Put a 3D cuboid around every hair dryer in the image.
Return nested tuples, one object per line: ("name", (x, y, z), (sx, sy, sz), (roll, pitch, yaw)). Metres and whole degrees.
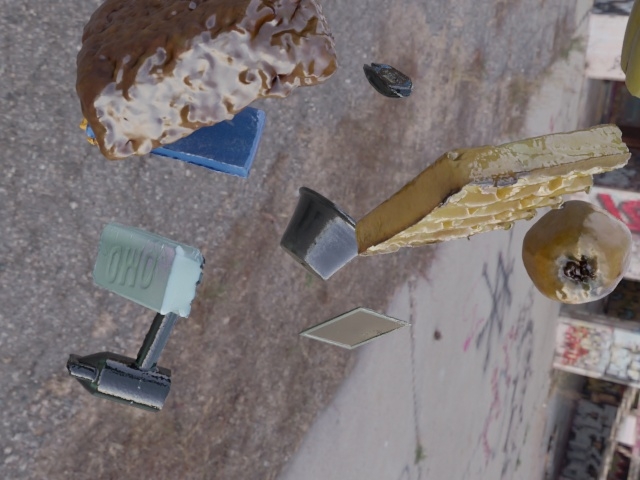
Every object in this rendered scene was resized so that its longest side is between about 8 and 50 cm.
("hair dryer", (-0.454, 0.250, 1.725), (0.302, 0.244, 0.116), (-64, -156, 8))

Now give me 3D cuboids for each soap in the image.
("soap", (-0.379, 0.057, 1.550), (0.094, 0.262, 0.150), (22, 86, -54))

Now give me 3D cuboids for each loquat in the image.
("loquat", (0.461, 0.025, 1.294), (0.187, 0.176, 0.234), (-58, -175, 20))

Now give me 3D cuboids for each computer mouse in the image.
("computer mouse", (0.150, -0.356, 1.611), (0.079, 0.135, 0.047), (-26, 150, -40))

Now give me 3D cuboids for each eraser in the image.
("eraser", (-0.268, -0.220, 1.348), (0.042, 0.312, 0.144), (109, -4, -63))

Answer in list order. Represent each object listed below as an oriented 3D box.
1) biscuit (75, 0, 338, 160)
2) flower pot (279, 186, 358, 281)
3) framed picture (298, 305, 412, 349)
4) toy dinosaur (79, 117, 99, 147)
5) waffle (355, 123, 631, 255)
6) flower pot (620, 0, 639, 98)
("biscuit", (-0.191, -0.322, 1.130), (0.342, 0.395, 0.166), (-103, 169, -51))
("flower pot", (0.000, 0.000, 1.693), (0.148, 0.235, 0.235), (-51, 154, -6))
("framed picture", (0.101, 0.260, 2.121), (0.217, 0.273, 0.016), (23, 54, -36))
("toy dinosaur", (-0.484, -0.267, 1.638), (0.117, 0.070, 0.288), (-50, -175, -10))
("waffle", (0.236, -0.064, 1.058), (0.348, 0.304, 0.077), (141, -63, -65))
("flower pot", (0.550, -0.300, 1.074), (0.179, 0.195, 0.195), (80, 27, -69))
